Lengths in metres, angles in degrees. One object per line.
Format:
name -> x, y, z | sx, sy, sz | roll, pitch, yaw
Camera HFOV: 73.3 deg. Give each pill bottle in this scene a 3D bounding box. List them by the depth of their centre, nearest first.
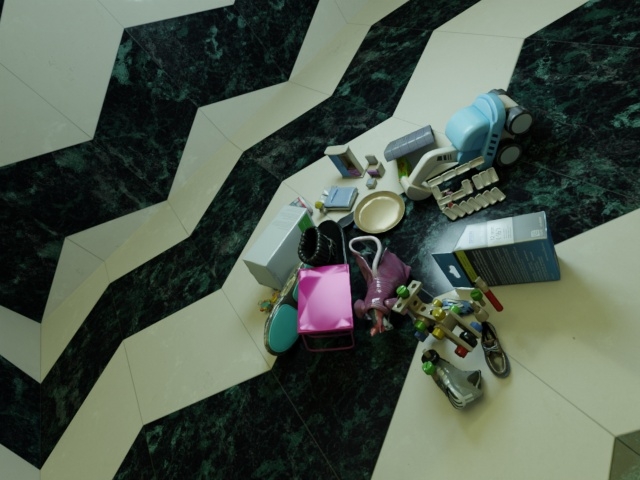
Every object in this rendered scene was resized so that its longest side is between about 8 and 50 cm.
pill bottle -> -0.140, -0.141, 2.267 | 0.180, 0.108, 0.108 | -39, 41, 6

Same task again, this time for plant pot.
plant pot -> 0.269, -0.126, 1.959 | 0.237, 0.032, 0.236 | -12, 54, 17

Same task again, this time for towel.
towel -> 0.208, -0.095, 2.009 | 0.067, 0.029, 0.119 | 20, 68, 39

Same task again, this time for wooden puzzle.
wooden puzzle -> 0.615, -0.220, 1.810 | 0.049, 0.006, 0.083 | 18, 68, 46

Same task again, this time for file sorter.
file sorter -> 0.027, 0.270, 1.697 | 0.202, 0.182, 0.290 | -6, 48, 6

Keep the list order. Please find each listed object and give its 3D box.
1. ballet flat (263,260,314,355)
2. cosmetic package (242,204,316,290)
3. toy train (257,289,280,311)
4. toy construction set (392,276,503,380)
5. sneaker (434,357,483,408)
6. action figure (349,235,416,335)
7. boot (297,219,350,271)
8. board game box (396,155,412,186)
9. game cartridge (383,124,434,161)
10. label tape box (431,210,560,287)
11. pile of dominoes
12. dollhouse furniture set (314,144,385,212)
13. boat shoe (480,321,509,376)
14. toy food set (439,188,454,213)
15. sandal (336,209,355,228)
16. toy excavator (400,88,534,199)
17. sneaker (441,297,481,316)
ballet flat -> -0.136, 0.291, 1.884 | 0.182, 0.164, 0.482 | -26, 33, 51
cosmetic package -> -0.180, 0.029, 2.036 | 0.155, 0.197, 0.365 | 11, 55, 33
toy train -> -0.222, 0.271, 2.032 | 0.166, 0.046, 0.125 | -45, 24, 5
toy construction set -> 0.379, 0.213, 1.351 | 0.309, 0.237, 0.257 | -38, 17, 8
sneaker -> 0.434, 0.425, 1.362 | 0.132, 0.086, 0.228 | -18, 30, -6
action figure -> 0.233, 0.183, 1.587 | 0.248, 0.275, 0.370 | -12, 35, 23
boot -> 0.003, -0.001, 1.890 | 0.131, 0.260, 0.347 | -36, 46, 21
board game box -> 0.395, -0.311, 1.997 | 0.043, 0.092, 0.181 | -19, 46, 24
game cartridge -> 0.415, -0.453, 2.005 | 0.230, 0.068, 0.355 | -25, 12, 21
label tape box -> 0.578, 0.046, 1.424 | 0.348, 0.249, 0.115 | -9, 51, 33
pile of dominoes -> 0.592, -0.205, 1.740 | 0.251, 0.040, 0.195 | -25, 83, 21
dollhouse furniture set -> 0.113, -0.291, 2.126 | 0.287, 0.198, 0.303 | 5, 60, 41
boat shoe -> 0.535, 0.336, 1.350 | 0.066, 0.066, 0.183 | -26, 43, 19
toy food set -> 0.534, -0.175, 1.825 | 0.078, 0.019, 0.122 | -25, 44, 20
sandal -> 0.152, -0.101, 2.060 | 0.179, 0.040, 0.067 | -34, 45, -12
toy excavator -> 0.572, -0.384, 1.779 | 0.446, 0.432, 0.222 | -7, 44, -7
sneaker -> 0.485, 0.239, 1.488 | 0.144, 0.053, 0.059 | 0, 62, 44
